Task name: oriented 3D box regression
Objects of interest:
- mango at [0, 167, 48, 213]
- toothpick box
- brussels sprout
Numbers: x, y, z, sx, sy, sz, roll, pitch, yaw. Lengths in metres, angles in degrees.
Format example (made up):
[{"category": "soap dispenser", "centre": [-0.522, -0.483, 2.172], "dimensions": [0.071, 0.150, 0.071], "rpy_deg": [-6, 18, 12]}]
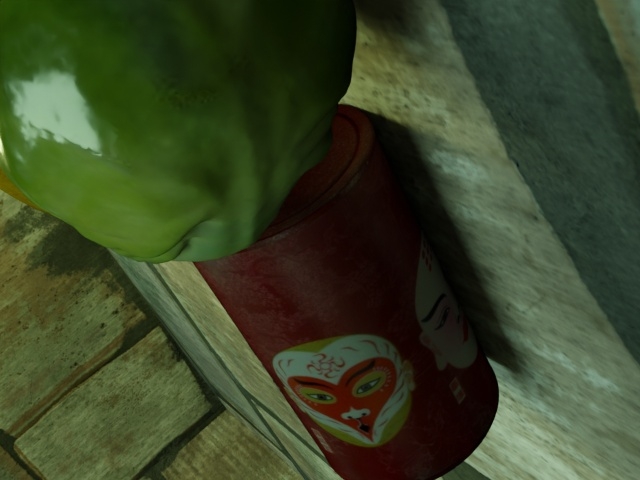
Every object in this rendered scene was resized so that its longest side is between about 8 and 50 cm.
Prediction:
[{"category": "mango", "centre": [-0.475, -0.173, 1.746], "dimensions": [0.300, 0.232, 0.446], "rpy_deg": [-2, 147, 42]}, {"category": "toothpick box", "centre": [0.024, 0.061, 0.958], "dimensions": [0.204, 0.204, 0.333], "rpy_deg": [29, 154, 52]}, {"category": "brussels sprout", "centre": [-0.108, -0.143, 0.731], "dimensions": [0.344, 0.268, 0.344], "rpy_deg": [0, -90, -89]}]
